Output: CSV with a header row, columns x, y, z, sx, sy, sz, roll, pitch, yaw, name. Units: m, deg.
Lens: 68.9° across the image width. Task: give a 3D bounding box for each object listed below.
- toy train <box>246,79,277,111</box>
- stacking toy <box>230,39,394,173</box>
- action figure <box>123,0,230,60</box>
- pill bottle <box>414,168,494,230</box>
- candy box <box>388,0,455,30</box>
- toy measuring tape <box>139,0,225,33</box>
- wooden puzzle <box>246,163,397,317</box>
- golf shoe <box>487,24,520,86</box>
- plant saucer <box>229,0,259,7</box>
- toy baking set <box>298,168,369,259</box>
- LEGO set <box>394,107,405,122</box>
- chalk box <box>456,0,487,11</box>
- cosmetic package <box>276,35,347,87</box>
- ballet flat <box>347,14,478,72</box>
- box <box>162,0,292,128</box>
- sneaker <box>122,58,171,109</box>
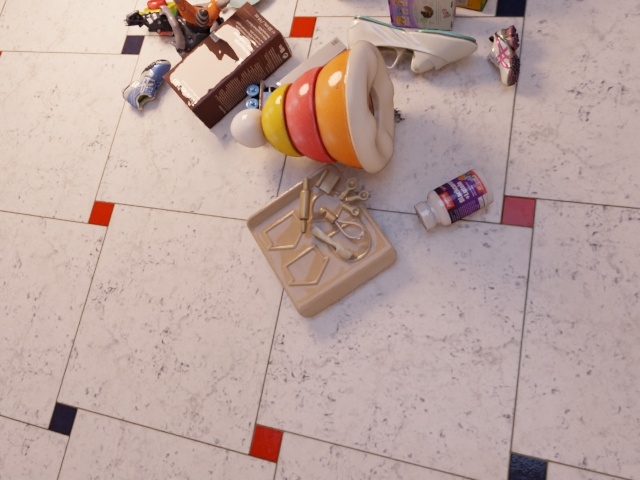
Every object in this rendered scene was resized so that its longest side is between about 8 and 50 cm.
x,y,z,sx,sy,sz,roll,pitch,yaw,name
-0.184,-0.428,1.514,0.105,0.080,0.184,0,74,5,toy train
-0.045,-0.355,1.343,0.480,0.351,0.350,0,76,23,stacking toy
-0.451,-0.704,1.527,0.342,0.330,0.178,-17,81,-23,action figure
0.360,-0.106,1.276,0.194,0.108,0.108,-28,71,5,pill bottle
0.311,-0.725,1.420,0.196,0.165,0.070,13,81,16,candy box
-0.513,-0.809,1.671,0.330,0.121,0.121,-2,75,8,toy measuring tape
0.000,0.000,1.359,0.322,0.080,0.347,-34,75,4,wooden puzzle
0.539,-0.533,1.375,0.086,0.068,0.186,-8,73,40,golf shoe
-0.262,-0.907,1.676,0.195,0.037,0.194,-3,74,12,plant saucer
0.033,-0.079,1.309,0.197,0.030,0.256,5,80,12,toy baking set
0.218,-0.384,1.428,0.083,0.023,0.054,1,76,14,LEGO set
0.469,-0.889,1.417,0.180,0.179,0.288,22,82,18,chalk box
-0.017,-0.529,1.486,0.239,0.099,0.060,-38,73,2,cosmetic package
0.265,-0.580,1.424,0.401,0.139,0.139,19,81,15,ballet flat
-0.307,-0.579,1.550,0.381,0.143,0.191,-43,71,2,box
-0.598,-0.549,1.650,0.211,0.080,0.081,-42,76,11,sneaker
